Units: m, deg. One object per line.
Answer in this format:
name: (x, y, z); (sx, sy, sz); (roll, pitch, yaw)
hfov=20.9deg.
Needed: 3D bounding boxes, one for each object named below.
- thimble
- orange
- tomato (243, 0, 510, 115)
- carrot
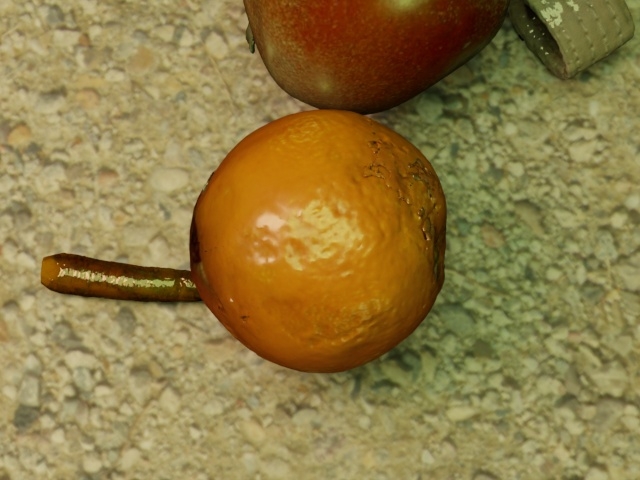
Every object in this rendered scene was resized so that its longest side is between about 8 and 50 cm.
thimble: (0.247, -0.228, 1.716); (0.090, 0.102, 0.115); (-36, 107, -7)
orange: (0.000, 0.000, 1.599); (0.246, 0.246, 0.246); (0, 77, 2)
tomato: (0.036, -0.264, 1.650); (0.303, 0.239, 0.303); (6, 49, -8)
carrot: (-0.189, 0.038, 1.697); (0.170, 0.042, 0.042); (5, 77, 1)
